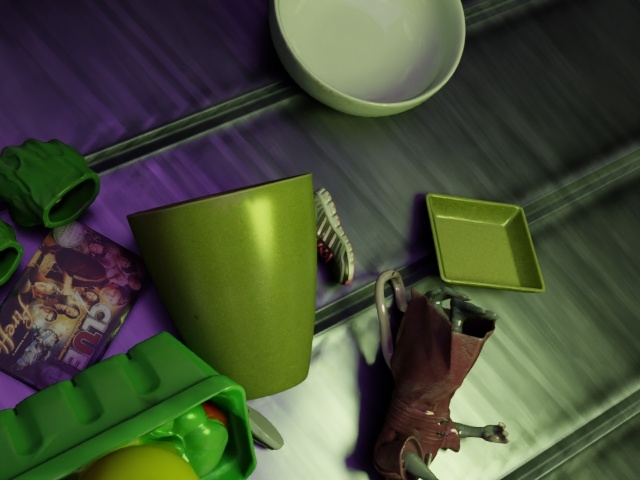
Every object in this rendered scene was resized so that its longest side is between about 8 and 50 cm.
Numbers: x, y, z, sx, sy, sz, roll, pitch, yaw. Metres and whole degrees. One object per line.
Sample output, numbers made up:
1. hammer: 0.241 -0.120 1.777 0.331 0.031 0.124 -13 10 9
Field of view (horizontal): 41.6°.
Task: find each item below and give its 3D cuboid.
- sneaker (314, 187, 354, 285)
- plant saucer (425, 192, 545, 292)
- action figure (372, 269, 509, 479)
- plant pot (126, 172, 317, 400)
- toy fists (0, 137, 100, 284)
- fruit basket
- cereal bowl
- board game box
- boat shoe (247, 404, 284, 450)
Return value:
1. sneaker: 0.000 0.000 1.376 0.074 0.063 0.170 -16 76 -20
2. plant saucer: 0.270 0.014 1.433 0.188 0.045 0.188 7 50 -15
3. action figure: 0.142 0.254 1.284 0.275 0.248 0.370 22 96 24
4. plant pot: -0.114 0.074 1.236 0.274 0.275 0.294 -15 96 -19
5. toy fists: -0.457 -0.040 1.222 0.142 0.096 0.279 37 69 19
6. fruit basket: -0.237 0.330 1.059 0.391 0.283 0.392 -1 46 1
7. cereal bowl: 0.068 -0.361 1.446 0.338 0.141 0.339 4 74 -15
8. board game box: -0.376 0.103 1.249 0.165 0.042 0.243 30 70 -7
9. boat shoe: -0.119 0.276 1.282 0.142 0.049 0.040 39 102 -5
